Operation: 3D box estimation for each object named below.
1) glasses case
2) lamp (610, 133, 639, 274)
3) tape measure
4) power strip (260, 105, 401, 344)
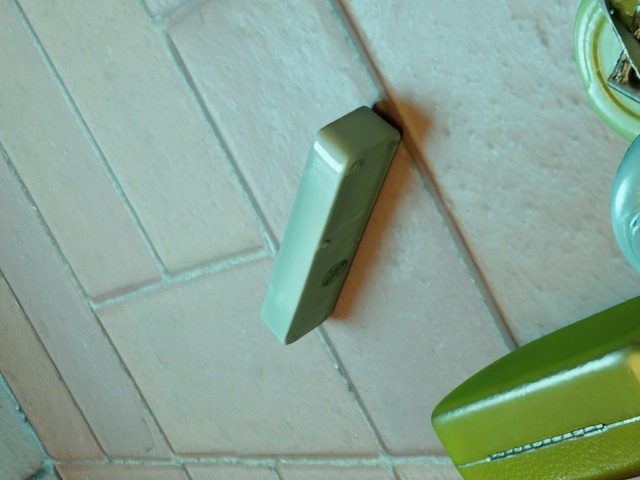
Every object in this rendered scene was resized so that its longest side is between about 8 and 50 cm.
[{"bbox_3d":[0.264,0.151,1.001,0.141,0.173,0.371,57,148,2],"label":"glasses case"},{"bbox_3d":[0.316,-0.025,0.653,0.284,0.147,0.209,5,126,50],"label":"lamp"},{"bbox_3d":[0.274,-0.148,0.812,0.200,0.106,0.175,42,141,21],"label":"tape measure"},{"bbox_3d":[0.000,0.000,1.279,0.062,0.091,0.385,45,144,20],"label":"power strip"}]
